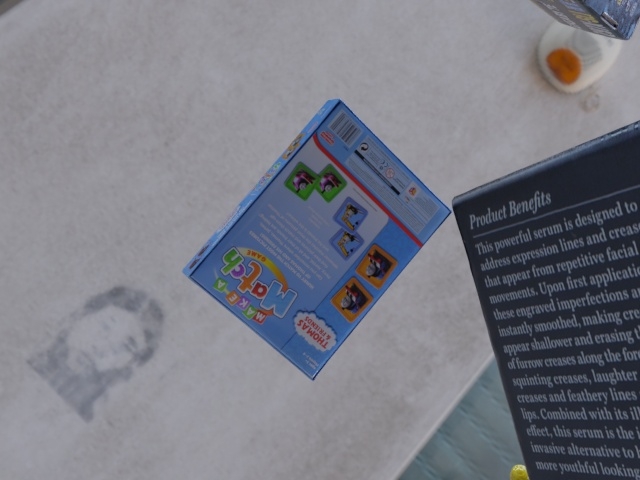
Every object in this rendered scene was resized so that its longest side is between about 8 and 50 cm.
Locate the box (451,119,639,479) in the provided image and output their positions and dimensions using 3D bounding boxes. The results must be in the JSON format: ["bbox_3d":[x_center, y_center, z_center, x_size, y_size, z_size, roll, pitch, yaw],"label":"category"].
[{"bbox_3d":[0.304,0.110,0.587,0.212,0.294,0.395,-22,-98,63],"label":"box"}]

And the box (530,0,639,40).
[{"bbox_3d":[0.247,-0.346,0.725,0.079,0.321,0.257,28,13,33],"label":"box"}]

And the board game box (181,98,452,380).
[{"bbox_3d":[0.000,0.000,0.845,0.160,0.211,0.039,43,-8,-20],"label":"board game box"}]

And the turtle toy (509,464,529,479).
[{"bbox_3d":[0.258,0.366,1.190,0.066,0.130,0.095,25,-39,25],"label":"turtle toy"}]
